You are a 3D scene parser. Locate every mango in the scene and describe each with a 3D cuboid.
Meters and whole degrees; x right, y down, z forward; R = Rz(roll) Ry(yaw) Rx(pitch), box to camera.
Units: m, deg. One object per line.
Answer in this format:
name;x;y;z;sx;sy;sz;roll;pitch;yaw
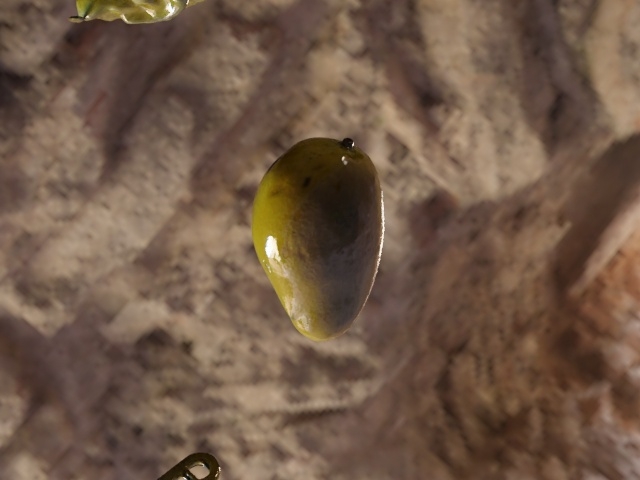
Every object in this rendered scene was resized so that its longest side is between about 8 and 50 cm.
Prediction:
mango;0.000;0.000;1.166;0.103;0.076;0.161;-30;-49;-33

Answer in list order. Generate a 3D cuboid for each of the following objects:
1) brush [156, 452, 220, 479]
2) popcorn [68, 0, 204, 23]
brush;-0.154;0.208;1.101;0.218;0.082;0.010;-33;-43;-27
popcorn;-0.137;-0.243;1.205;0.195;0.168;0.173;-176;98;-87
